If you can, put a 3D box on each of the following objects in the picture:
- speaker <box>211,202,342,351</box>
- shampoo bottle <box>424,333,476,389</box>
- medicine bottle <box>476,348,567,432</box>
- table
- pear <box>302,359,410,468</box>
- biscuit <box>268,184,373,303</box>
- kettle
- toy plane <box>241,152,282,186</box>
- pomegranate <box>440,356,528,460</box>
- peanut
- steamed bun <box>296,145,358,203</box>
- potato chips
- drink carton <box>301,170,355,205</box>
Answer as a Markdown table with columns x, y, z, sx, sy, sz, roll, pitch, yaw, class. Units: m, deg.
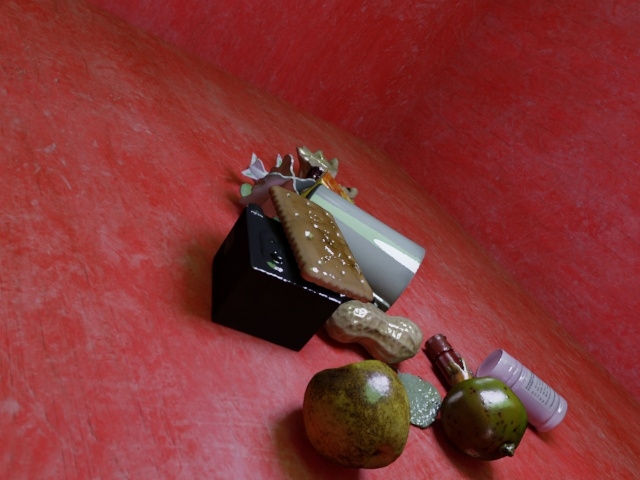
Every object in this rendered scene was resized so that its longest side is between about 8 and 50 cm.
| x | y | z | sx | sy | sz | roll | pitch | yaw | class |
| --- | --- | --- | --- | --- | --- | --- | --- | --- | --- |
| -0.104 | 0.078 | 1.078 | 0.232 | 0.184 | 0.254 | 26 | 26 | -26 | speaker |
| 0.407 | 0.405 | 1.340 | 0.118 | 0.076 | 0.314 | 29 | 22 | -43 | shampoo bottle |
| 0.626 | 0.467 | 1.480 | 0.250 | 0.133 | 0.133 | 38 | 22 | 5 | medicine bottle |
| -0.128 | -0.143 | 1.385 | 0.167 | 0.198 | 0.166 | 19 | 57 | -32 | table |
| 0.067 | 0.319 | 0.858 | 0.197 | 0.197 | 0.197 | 31 | 23 | -15 | pear |
| 0.000 | 0.000 | 1.104 | 0.217 | 0.044 | 0.324 | 27 | 26 | -38 | biscuit |
| 0.060 | 0.054 | 1.367 | 0.377 | 0.250 | 0.361 | 35 | 50 | 1 | kettle |
| -0.154 | -0.173 | 1.586 | 0.255 | 0.101 | 0.251 | 42 | 42 | -21 | toy plane |
| 0.381 | 0.396 | 1.138 | 0.198 | 0.198 | 0.245 | 15 | 57 | -43 | pomegranate |
| 0.135 | 0.236 | 1.217 | 0.299 | 0.120 | 0.136 | 25 | 45 | -21 | peanut |
| -0.003 | -0.241 | 1.874 | 0.247 | 0.189 | 0.428 | 39 | 21 | 24 | steamed bun |
| 0.218 | 0.368 | 1.150 | 0.228 | 0.059 | 0.167 | 27 | 30 | -45 | potato chips |
| 0.086 | -0.059 | 1.617 | 0.351 | 0.111 | 0.154 | 50 | 19 | -9 | drink carton |
